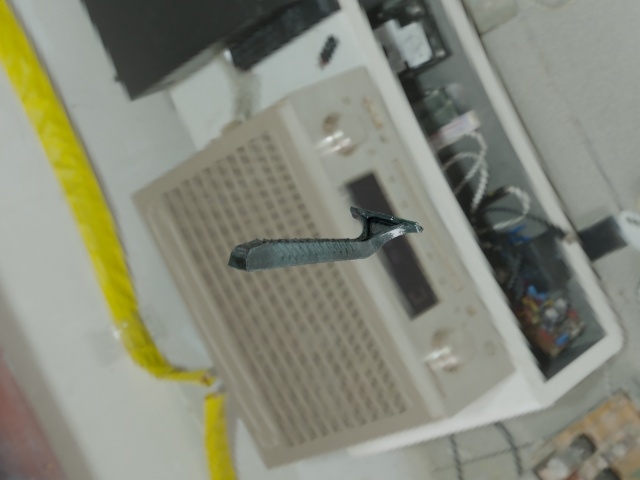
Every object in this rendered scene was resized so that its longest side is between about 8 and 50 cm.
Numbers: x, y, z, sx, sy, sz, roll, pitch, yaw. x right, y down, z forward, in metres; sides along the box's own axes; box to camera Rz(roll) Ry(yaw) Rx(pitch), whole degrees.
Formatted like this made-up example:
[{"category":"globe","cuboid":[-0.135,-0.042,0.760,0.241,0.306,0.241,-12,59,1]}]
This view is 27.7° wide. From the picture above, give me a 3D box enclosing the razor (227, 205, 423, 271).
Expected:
[{"category":"razor","cuboid":[-0.001,0.006,0.941,0.066,0.190,0.033,14,105,32]}]
